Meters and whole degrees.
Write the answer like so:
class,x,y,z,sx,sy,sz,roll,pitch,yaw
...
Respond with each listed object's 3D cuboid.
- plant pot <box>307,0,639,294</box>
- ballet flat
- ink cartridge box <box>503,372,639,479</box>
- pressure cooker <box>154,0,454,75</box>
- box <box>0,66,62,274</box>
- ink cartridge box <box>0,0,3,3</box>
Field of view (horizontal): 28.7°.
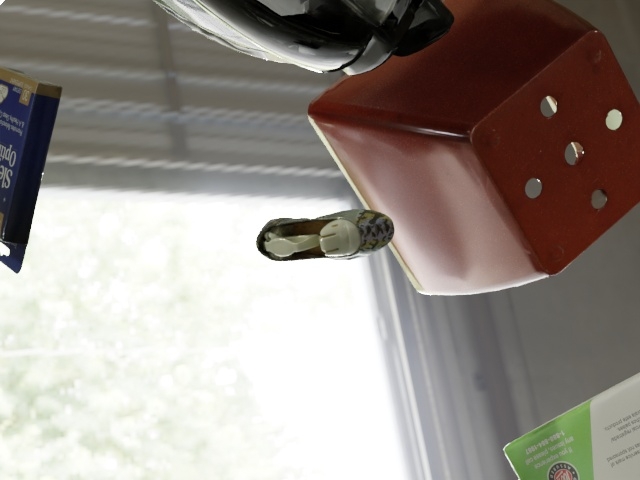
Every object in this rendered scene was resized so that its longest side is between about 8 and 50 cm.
class,x,y,z,sx,sy,sz,roll,pitch,yaw
plant pot,0.196,-0.102,1.307,0.267,0.267,0.235,-39,22,-15
ballet flat,0.000,0.000,0.959,0.114,0.041,0.041,-4,-17,26
ink cartridge box,0.298,0.229,0.954,0.114,0.273,0.198,-16,-16,-45
pressure cooker,-0.028,-0.380,1.194,0.369,0.420,0.376,15,-32,16
box,-0.367,-0.084,1.475,0.036,0.225,0.136,7,10,-36
ink cartridge box,-0.293,-0.140,0.659,0.093,0.154,0.212,-29,12,36
